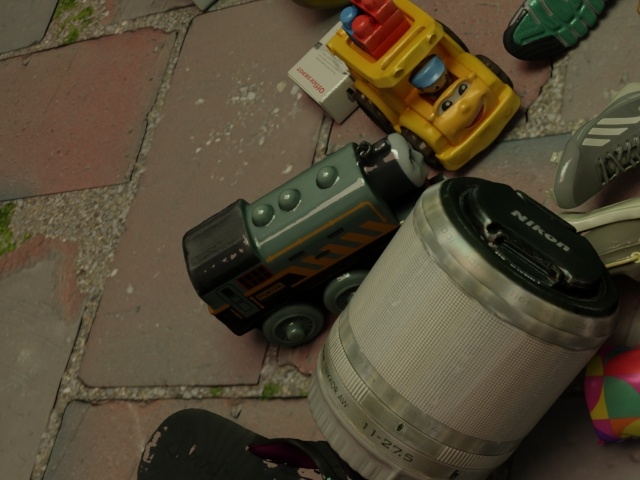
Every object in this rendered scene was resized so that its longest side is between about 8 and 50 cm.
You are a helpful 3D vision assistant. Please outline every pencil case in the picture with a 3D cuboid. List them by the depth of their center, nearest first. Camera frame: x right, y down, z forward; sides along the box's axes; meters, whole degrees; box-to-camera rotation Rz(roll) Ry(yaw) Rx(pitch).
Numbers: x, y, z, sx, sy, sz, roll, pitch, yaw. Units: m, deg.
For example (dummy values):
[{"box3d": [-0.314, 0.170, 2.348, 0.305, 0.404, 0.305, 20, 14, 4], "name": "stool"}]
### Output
[{"box3d": [0.365, 0.140, 1.106, 0.236, 0.104, 0.104, -8, 57, 34], "name": "pencil case"}]

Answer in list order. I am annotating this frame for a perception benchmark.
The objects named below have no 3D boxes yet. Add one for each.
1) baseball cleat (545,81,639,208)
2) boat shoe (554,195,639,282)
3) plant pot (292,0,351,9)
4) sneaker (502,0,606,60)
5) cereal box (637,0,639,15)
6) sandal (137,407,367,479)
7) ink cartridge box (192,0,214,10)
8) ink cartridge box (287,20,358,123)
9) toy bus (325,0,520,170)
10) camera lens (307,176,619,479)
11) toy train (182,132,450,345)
[{"box3d": [0.332, -0.105, 1.281, 0.109, 0.072, 0.206, 14, 53, 39], "name": "baseball cleat"}, {"box3d": [0.323, 0.003, 1.226, 0.305, 0.109, 0.091, -14, 94, 27], "name": "boat shoe"}, {"box3d": [-0.008, -0.472, 1.700, 0.254, 0.254, 0.239, -29, 64, 16], "name": "plant pot"}, {"box3d": [0.310, -0.311, 1.480, 0.223, 0.083, 0.098, -41, 23, 2], "name": "sneaker"}, {"box3d": [0.425, -0.248, 1.275, 0.047, 0.173, 0.240, -10, 47, -10], "name": "cereal box"}, {"box3d": [-0.051, 0.281, 1.295, 0.445, 0.107, 0.168, 6, 65, 38], "name": "sandal"}, {"box3d": [-0.260, -0.544, 1.921, 0.131, 0.226, 0.306, -40, 47, 5], "name": "ink cartridge box"}, {"box3d": [0.036, -0.240, 1.621, 0.135, 0.056, 0.099, -44, 45, 2], "name": "ink cartridge box"}, {"box3d": [0.111, -0.219, 1.449, 0.149, 0.211, 0.220, -44, 47, 0], "name": "toy bus"}, {"box3d": [0.138, 0.093, 1.159, 0.274, 0.219, 0.219, -57, 40, 26], "name": "camera lens"}, {"box3d": [0.000, 0.000, 1.391, 0.334, 0.190, 0.142, -29, 48, 16], "name": "toy train"}]
